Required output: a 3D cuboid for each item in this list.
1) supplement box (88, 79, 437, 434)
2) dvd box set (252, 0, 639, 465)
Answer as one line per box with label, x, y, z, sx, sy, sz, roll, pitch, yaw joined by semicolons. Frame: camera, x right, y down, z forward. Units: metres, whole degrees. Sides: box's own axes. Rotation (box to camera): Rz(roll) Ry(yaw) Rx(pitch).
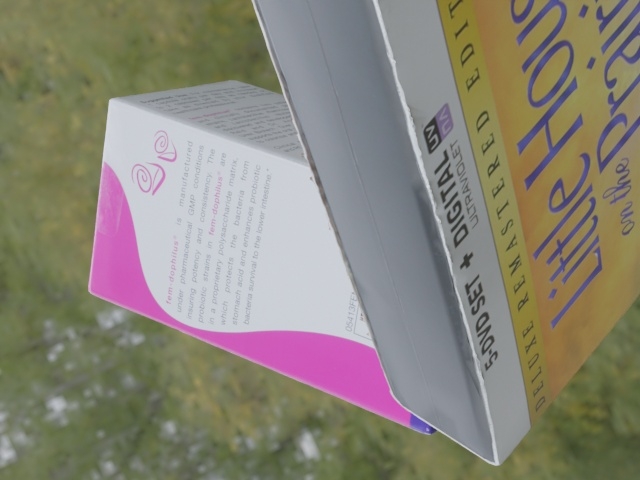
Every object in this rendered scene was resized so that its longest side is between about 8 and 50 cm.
supplement box;0.000;0.000;0.904;0.114;0.220;0.111;-18;-57;-54
dvd box set;0.152;-0.149;0.652;0.062;0.420;0.307;31;158;30
